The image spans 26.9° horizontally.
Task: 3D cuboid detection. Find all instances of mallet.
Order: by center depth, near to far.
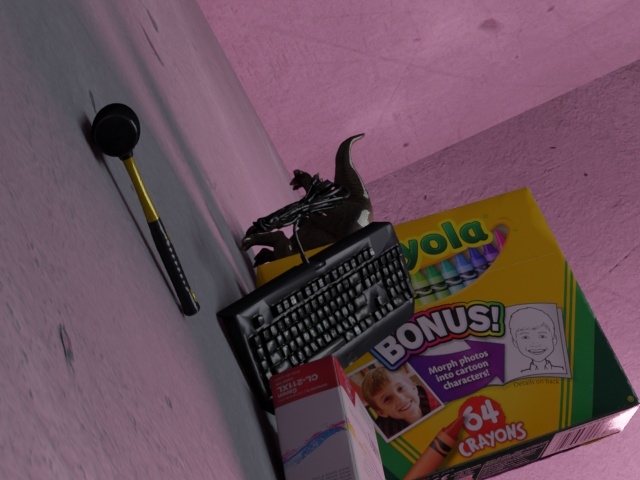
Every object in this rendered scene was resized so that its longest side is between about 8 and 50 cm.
[{"bbox_3d":[-0.142,-0.027,1.114,0.062,0.039,0.189,-115,-176,-66],"label":"mallet"}]

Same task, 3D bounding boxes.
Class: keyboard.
[{"bbox_3d":[-0.002,0.040,1.434,0.317,0.033,0.201,-31,98,-53],"label":"keyboard"}]

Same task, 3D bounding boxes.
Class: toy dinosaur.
[{"bbox_3d":[0.000,0.000,1.805,0.160,0.313,0.121,27,-27,21],"label":"toy dinosaur"}]

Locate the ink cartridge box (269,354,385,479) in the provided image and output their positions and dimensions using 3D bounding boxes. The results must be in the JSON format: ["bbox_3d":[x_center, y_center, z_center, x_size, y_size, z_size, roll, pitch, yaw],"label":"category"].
[{"bbox_3d":[0.014,0.220,1.280,0.127,0.072,0.175,63,11,-45],"label":"ink cartridge box"}]

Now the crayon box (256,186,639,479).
[{"bbox_3d":[0.143,0.130,1.601,0.106,0.363,0.313,98,-27,-60],"label":"crayon box"}]
